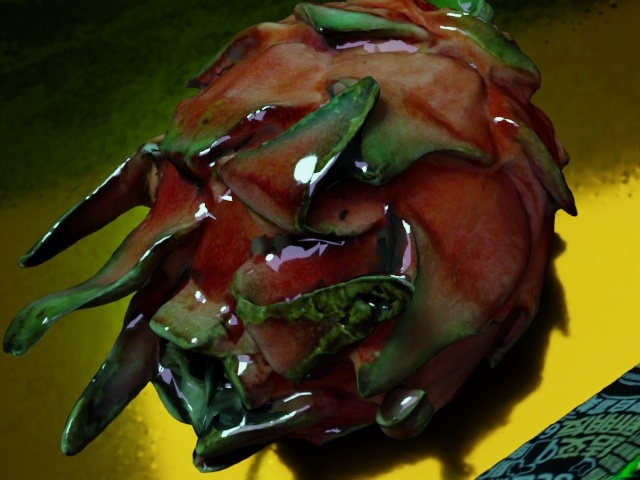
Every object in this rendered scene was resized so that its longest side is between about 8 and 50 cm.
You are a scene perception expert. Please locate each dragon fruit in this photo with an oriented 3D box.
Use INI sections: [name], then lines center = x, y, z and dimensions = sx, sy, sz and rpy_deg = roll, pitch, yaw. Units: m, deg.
[dragon fruit]
center = 0.000, 0.000, 0.514
dimensions = 0.192, 0.193, 0.274
rpy_deg = 28, 70, 32

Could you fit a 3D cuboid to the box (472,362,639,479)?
[box]
center = 0.146, 0.100, 0.418
dimensions = 0.310, 0.198, 0.084
rpy_deg = -31, 93, -14
